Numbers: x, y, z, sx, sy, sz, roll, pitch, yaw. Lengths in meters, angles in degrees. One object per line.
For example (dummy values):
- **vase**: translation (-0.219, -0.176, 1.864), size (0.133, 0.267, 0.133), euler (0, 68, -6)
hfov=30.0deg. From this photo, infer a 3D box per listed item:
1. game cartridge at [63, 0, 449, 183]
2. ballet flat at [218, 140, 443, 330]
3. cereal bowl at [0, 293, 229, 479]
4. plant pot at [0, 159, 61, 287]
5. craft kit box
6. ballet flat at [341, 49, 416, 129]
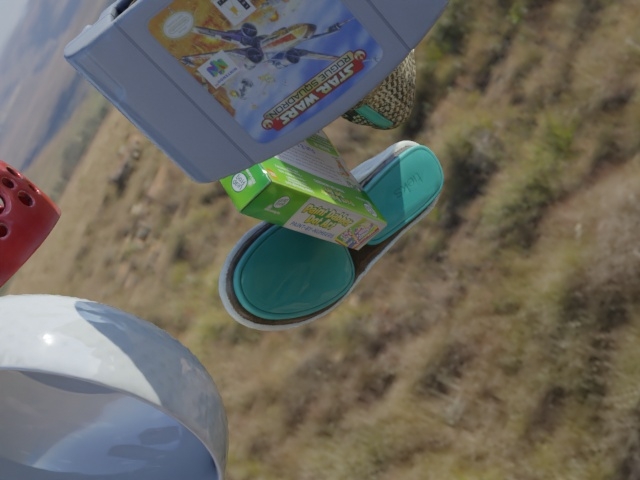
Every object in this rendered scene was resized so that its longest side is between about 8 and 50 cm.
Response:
- **game cartridge**: translation (-0.045, -0.181, 1.024), size (0.297, 0.198, 0.062), euler (-35, 27, 18)
- **ballet flat**: translation (0.000, 0.000, 1.480), size (0.400, 0.139, 0.139), euler (-37, -5, -39)
- **cereal bowl**: translation (-0.249, 0.157, 1.165), size (0.339, 0.339, 0.141), euler (-47, 28, 47)
- **plant pot**: translation (-0.431, -0.024, 1.402), size (0.191, 0.174, 0.191), euler (-42, 15, 14)
- **craft kit box**: translation (-0.060, -0.114, 1.330), size (0.061, 0.250, 0.246), euler (-44, 61, 17)
- **ballet flat**: translation (0.036, -0.326, 1.437), size (0.164, 0.182, 0.483), euler (-25, 52, 27)
